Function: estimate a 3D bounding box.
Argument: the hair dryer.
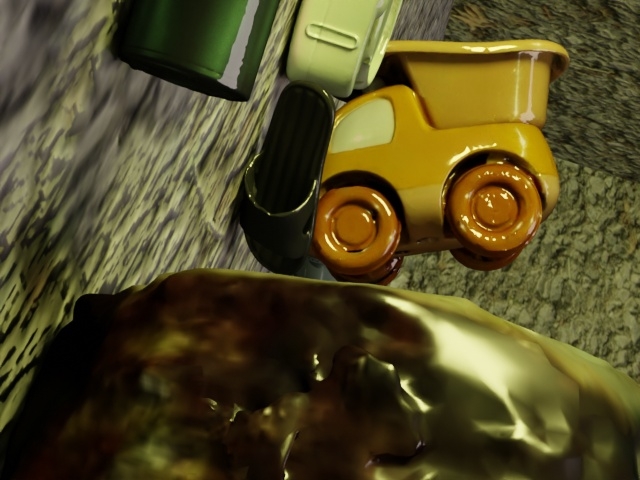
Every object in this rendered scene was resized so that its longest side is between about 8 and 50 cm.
[{"bbox_3d":[-0.045,-0.110,0.518,0.198,0.057,0.100,166,-57,-86],"label":"hair dryer"}]

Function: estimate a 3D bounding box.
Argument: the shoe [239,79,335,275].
[{"bbox_3d":[-0.031,-0.040,0.805,0.053,0.062,0.159,-38,149,-57],"label":"shoe"}]

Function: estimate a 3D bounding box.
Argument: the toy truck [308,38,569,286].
[{"bbox_3d":[0.104,-0.069,1.057,0.204,0.288,0.211,52,32,-80],"label":"toy truck"}]

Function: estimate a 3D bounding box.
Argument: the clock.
[{"bbox_3d":[0.029,-0.189,0.874,0.191,0.062,0.151,-43,151,-80],"label":"clock"}]

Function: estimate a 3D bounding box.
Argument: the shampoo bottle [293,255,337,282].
[{"bbox_3d":[0.000,0.000,1.262,0.195,0.056,0.056,96,13,-60],"label":"shampoo bottle"}]

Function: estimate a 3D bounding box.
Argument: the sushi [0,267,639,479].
[{"bbox_3d":[-0.017,0.180,0.478,0.281,0.299,0.294,45,57,-53],"label":"sushi"}]
